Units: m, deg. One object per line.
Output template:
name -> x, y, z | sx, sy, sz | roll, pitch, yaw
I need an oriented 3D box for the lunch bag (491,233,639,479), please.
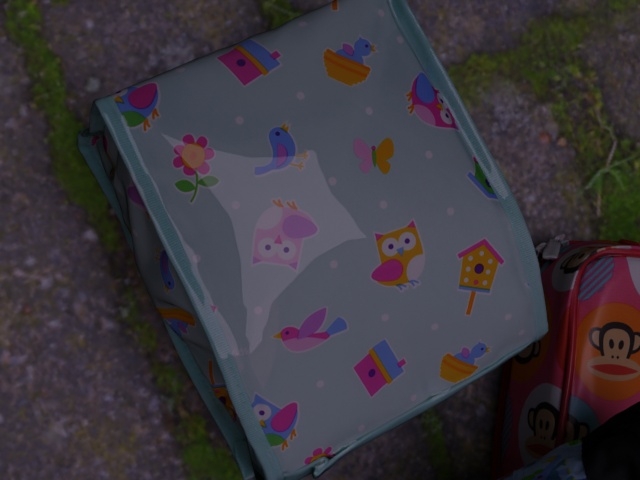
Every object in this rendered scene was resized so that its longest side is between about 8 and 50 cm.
lunch bag -> 0.278, 0.102, 0.900 | 0.293, 0.120, 0.258 | 9, 86, -17

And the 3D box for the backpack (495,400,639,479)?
backpack -> 0.083, 0.294, 0.728 | 0.355, 0.273, 0.290 | -23, 86, 24

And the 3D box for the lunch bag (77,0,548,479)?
lunch bag -> 0.000, 0.000, 0.793 | 0.223, 0.160, 0.262 | -27, 92, -17
